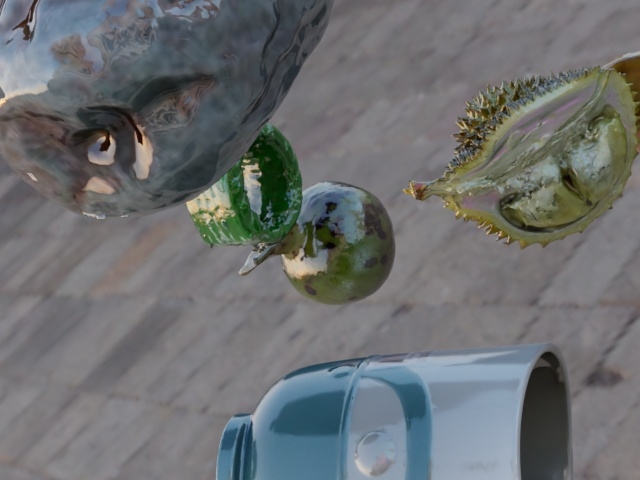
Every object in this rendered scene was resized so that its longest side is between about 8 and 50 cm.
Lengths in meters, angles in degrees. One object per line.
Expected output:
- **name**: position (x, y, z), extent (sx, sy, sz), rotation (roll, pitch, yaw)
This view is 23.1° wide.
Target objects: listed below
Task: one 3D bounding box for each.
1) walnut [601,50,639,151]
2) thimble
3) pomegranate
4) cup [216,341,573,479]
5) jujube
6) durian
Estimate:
- **walnut**: position (0.327, -0.125, 1.348), extent (0.211, 0.087, 0.167), rotation (-23, -15, 26)
- **thimble**: position (-0.081, -0.055, 1.599), extent (0.090, 0.118, 0.130), rotation (-4, 79, 39)
- **pomegranate**: position (-0.001, 0.000, 1.753), extent (0.148, 0.169, 0.149), rotation (-166, 90, -77)
- **cup**: position (0.085, 0.207, 1.234), extent (0.257, 0.290, 0.219), rotation (-5, 66, 18)
- **jujube**: position (-0.120, -0.176, 1.162), extent (0.246, 0.215, 0.308), rotation (-27, 32, 44)
- **durian**: position (0.165, -0.064, 1.299), extent (0.208, 0.147, 0.102), rotation (-19, 22, -12)
